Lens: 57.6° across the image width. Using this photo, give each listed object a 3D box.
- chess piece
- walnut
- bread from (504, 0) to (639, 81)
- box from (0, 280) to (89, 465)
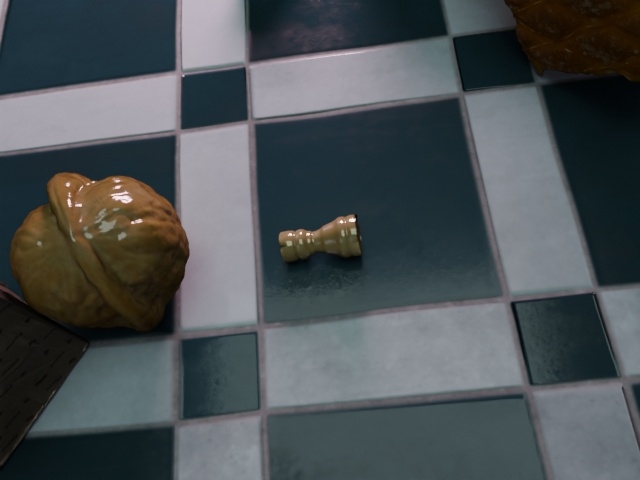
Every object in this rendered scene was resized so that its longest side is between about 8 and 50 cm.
[{"bbox_3d":[0.000,0.000,0.891,0.122,0.066,0.066,-9,66,9],"label":"chess piece"},{"bbox_3d":[-0.299,0.020,0.809,0.224,0.257,0.257,-28,67,-7],"label":"walnut"},{"bbox_3d":[0.430,-0.409,0.854,0.207,0.279,0.279,-41,33,-9],"label":"bread"},{"bbox_3d":[-0.491,0.147,0.749,0.190,0.297,0.225,26,72,16],"label":"box"}]
